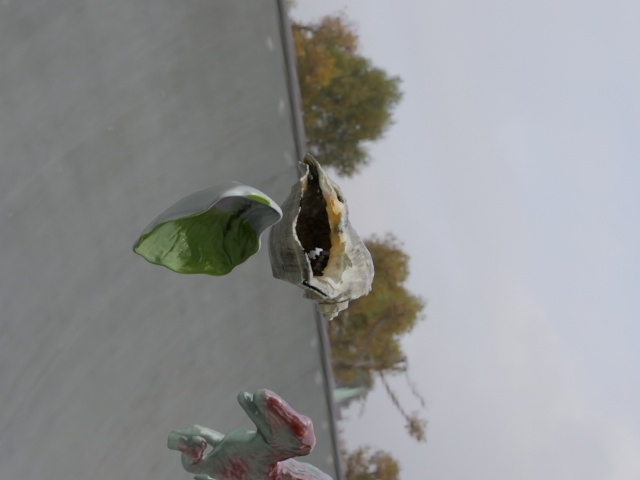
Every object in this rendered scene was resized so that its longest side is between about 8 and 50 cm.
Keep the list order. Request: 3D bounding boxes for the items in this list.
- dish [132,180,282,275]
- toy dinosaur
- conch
[{"bbox_3d":[-0.085,-0.019,0.781,0.137,0.091,0.039,-33,-132,41],"label":"dish"},{"bbox_3d":[-0.009,0.174,0.634,0.242,0.167,0.053,44,48,-25],"label":"toy dinosaur"},{"bbox_3d":[0.000,0.000,1.196,0.155,0.130,0.207,-100,-173,-79],"label":"conch"}]
